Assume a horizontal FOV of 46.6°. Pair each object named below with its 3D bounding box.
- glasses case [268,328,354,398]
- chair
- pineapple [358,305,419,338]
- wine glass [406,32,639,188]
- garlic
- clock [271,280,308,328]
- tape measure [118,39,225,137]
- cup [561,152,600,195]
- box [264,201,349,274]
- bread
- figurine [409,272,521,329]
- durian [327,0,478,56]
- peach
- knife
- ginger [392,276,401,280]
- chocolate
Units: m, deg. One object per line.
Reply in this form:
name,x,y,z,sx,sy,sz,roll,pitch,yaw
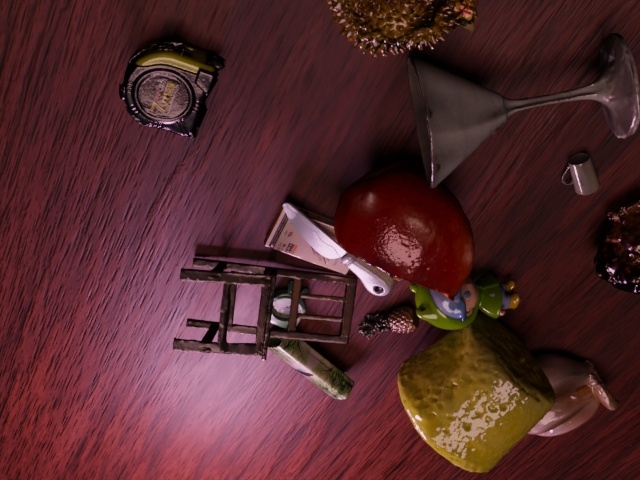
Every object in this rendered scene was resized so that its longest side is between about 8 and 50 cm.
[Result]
glasses case,-0.033,0.339,2.026,0.272,0.062,0.095,42,152,-26
chair,-0.118,0.165,1.770,0.416,0.240,0.203,6,93,-3
pineapple,0.176,0.217,1.947,0.159,0.074,0.074,-15,126,23
wine glass,0.387,-0.263,1.457,0.406,0.267,0.267,-9,127,2
garlic,0.640,0.436,2.063,0.325,0.132,0.279,-25,115,14
clock,-0.085,0.167,1.930,0.101,0.041,0.135,26,123,-17
tape measure,-0.309,-0.321,1.514,0.186,0.112,0.199,16,122,-19
cup,0.579,-0.151,1.658,0.054,0.075,0.083,-38,122,-15
box,0.000,0.000,1.800,0.247,0.033,0.129,20,125,-13
bread,0.397,0.375,1.901,0.348,0.348,0.308,30,114,-20
figurine,0.355,0.140,1.822,0.263,0.162,0.143,-1,142,-10
durian,0.150,-0.460,1.320,0.293,0.258,0.258,-11,127,-2
peach,0.190,-0.003,1.632,0.281,0.281,0.338,-24,105,19
knife,0.033,0.023,1.760,0.331,0.044,0.080,37,140,-10
ginger,0.180,0.023,1.796,0.096,0.067,0.165,19,113,-10
chocolate,0.729,-0.006,1.673,0.224,0.206,0.177,-9,117,16
